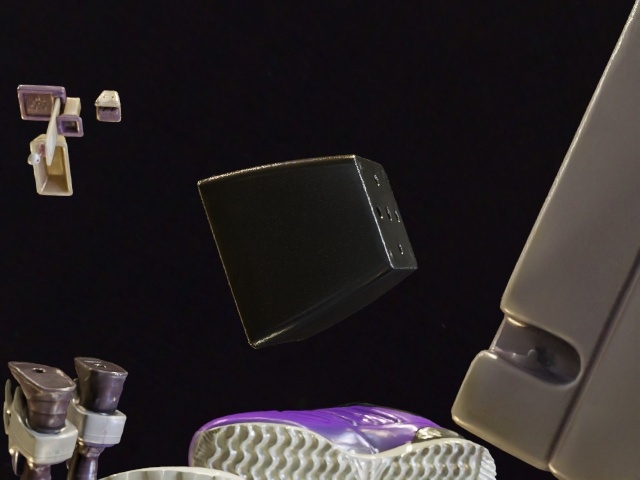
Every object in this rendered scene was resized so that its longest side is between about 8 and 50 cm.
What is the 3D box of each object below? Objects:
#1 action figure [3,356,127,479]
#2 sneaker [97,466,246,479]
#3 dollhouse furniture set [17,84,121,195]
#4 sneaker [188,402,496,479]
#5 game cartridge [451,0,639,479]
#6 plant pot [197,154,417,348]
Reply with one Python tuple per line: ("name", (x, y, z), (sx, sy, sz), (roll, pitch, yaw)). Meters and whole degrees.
("action figure", (-0.215, 0.241, 0.878), (0.099, 0.185, 0.285), (9, -89, 45))
("sneaker", (-0.151, 0.190, 0.696), (0.235, 0.095, 0.090), (-12, -88, -7))
("dollhouse furniture set", (-0.222, -0.066, 0.969), (0.091, 0.114, 0.081), (2, -135, -4))
("sneaker", (0.007, 0.206, 1.047), (0.146, 0.293, 0.102), (-146, -113, -67))
("game cartridge", (0.208, -0.059, 0.296), (0.230, 0.068, 0.355), (26, -87, 26))
("plant pot", (0.000, 0.000, 1.201), (0.167, 0.187, 0.188), (-20, -97, 16))
